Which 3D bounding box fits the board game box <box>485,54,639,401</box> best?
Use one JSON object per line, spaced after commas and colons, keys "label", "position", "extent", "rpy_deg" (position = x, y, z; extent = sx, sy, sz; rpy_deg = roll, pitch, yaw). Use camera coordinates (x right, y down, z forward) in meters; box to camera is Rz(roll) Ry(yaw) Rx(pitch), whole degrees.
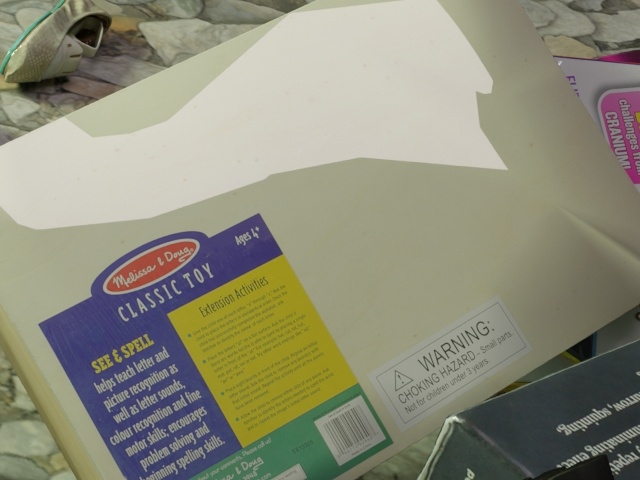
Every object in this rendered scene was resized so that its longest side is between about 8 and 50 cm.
{"label": "board game box", "position": [0.121, -0.008, 1.170], "extent": [0.316, 0.064, 0.242], "rpy_deg": [4, 71, -19]}

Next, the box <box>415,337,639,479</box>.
{"label": "box", "position": [0.259, 0.249, 0.919], "extent": [0.293, 0.212, 0.395], "rpy_deg": [-14, 44, -45]}

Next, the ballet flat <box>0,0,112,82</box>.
{"label": "ballet flat", "position": [-0.216, -0.168, 1.457], "extent": [0.052, 0.057, 0.168], "rpy_deg": [30, 30, -3]}

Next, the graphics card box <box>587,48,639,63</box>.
{"label": "graphics card box", "position": [0.228, -0.025, 1.370], "extent": [0.371, 0.094, 0.233], "rpy_deg": [-13, 73, -46]}

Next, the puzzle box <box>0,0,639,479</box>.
{"label": "puzzle box", "position": [0.000, 0.000, 1.059], "extent": [0.409, 0.052, 0.272], "rpy_deg": [-27, 83, -25]}

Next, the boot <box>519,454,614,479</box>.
{"label": "boot", "position": [0.028, 0.271, 0.791], "extent": [0.131, 0.348, 0.260], "rpy_deg": [-5, 73, -66]}
